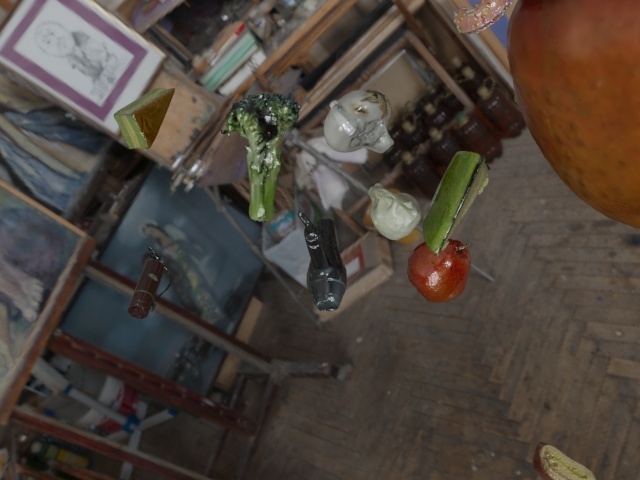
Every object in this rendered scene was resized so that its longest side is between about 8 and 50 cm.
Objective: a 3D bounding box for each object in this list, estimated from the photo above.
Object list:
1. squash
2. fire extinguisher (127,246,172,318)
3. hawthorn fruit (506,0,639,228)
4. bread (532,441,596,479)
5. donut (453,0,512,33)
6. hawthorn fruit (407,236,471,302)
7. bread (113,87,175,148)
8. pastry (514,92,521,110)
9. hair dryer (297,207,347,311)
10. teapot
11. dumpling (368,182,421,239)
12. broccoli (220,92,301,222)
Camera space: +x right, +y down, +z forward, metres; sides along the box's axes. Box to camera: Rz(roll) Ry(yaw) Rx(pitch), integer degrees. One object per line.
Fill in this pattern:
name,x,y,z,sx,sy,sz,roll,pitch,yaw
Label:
squash,0.310,-0.082,1.592,0.093,0.169,0.252,25,90,21
fire extinguisher,-0.351,0.092,1.386,0.045,0.078,0.157,-31,34,34
hawthorn fruit,0.503,-0.244,0.908,0.471,0.471,0.472,-31,38,28
bread,0.532,0.512,1.496,0.067,0.119,0.192,-51,-8,-9
donut,0.425,-0.599,1.715,0.166,0.065,0.117,-44,30,9
hawthorn fruit,0.368,0.070,1.974,0.225,0.196,0.197,-49,28,37
bread,-0.370,-0.270,1.458,0.074,0.084,0.139,5,38,34
pastry,0.792,-0.524,2.193,0.315,0.184,0.284,24,65,38
hair dryer,0.000,0.000,1.438,0.091,0.272,0.236,-6,56,6
teapot,0.102,-0.314,1.800,0.204,0.298,0.139,-41,71,25
dumpling,0.223,-0.098,2.119,0.147,0.193,0.258,-46,-8,-15
broccoli,-0.127,-0.183,1.505,0.165,0.145,0.304,32,125,45
